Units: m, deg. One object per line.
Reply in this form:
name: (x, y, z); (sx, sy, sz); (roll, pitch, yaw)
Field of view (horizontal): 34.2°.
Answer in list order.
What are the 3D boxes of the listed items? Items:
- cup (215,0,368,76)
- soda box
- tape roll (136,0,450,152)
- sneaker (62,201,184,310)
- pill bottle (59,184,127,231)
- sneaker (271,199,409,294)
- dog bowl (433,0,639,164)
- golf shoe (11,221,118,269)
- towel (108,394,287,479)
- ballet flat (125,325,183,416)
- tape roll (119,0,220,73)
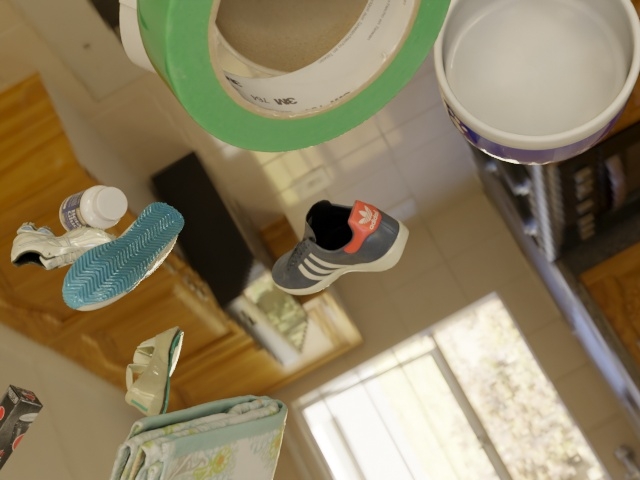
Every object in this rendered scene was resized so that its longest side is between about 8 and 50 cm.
cup: (-0.035, -0.438, 1.494); (0.331, 0.331, 0.237); (58, -175, -48)
soda box: (-0.605, 0.364, 1.987); (0.060, 0.169, 0.053); (32, -176, -45)
tape roll: (-0.018, -0.240, 1.029); (0.077, 0.321, 0.321); (50, 175, 39)
sneaker: (-0.292, 0.039, 1.542); (0.087, 0.229, 0.092); (41, 139, 8)
pill bottle: (-0.479, -0.066, 2.209); (0.169, 0.094, 0.094); (-13, 111, 52)
sneaker: (0.000, 0.000, 1.952); (0.148, 0.350, 0.131); (36, -127, -28)
dog bowl: (0.285, -0.238, 1.378); (0.264, 0.265, 0.104); (62, -178, 17)
golf shoe: (-0.411, 0.023, 1.673); (0.086, 0.176, 0.069); (-81, -10, -49)
towel: (-0.196, 0.404, 1.550); (0.090, 0.320, 0.374); (20, -171, 29)
ballet flat: (-0.286, 0.212, 1.768); (0.086, 0.086, 0.248); (60, -170, -19)
tape roll: (-0.230, -0.477, 1.861); (0.072, 0.392, 0.392); (24, 175, 12)
